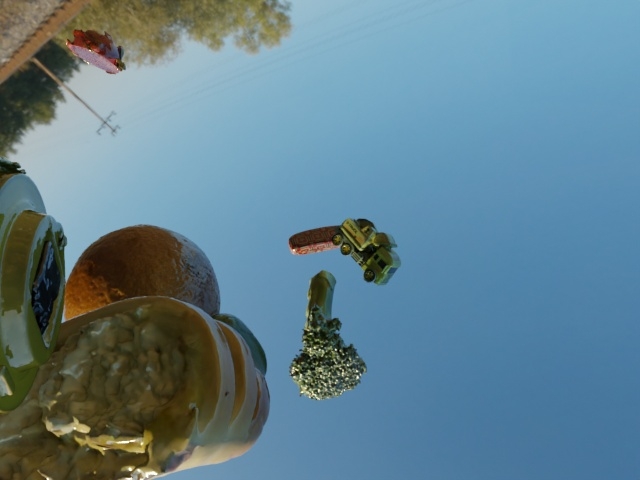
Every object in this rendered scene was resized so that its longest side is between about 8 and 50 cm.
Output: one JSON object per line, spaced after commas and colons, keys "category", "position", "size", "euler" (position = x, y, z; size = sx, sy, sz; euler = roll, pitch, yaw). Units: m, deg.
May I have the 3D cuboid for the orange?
{"category": "orange", "position": [-0.387, 0.142, 0.953], "size": [0.322, 0.322, 0.357], "euler": [-31, -120, 10]}

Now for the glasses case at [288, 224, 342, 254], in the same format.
{"category": "glasses case", "position": [0.000, 0.000, 1.274], "size": [0.194, 0.049, 0.073], "euler": [-11, -137, -10]}

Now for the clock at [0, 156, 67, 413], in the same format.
{"category": "clock", "position": [-0.263, 0.043, 0.375], "size": [0.056, 0.237, 0.237], "euler": [2, -149, -20]}

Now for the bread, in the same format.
{"category": "bread", "position": [-0.226, 0.193, 0.569], "size": [0.315, 0.270, 0.212], "euler": [-11, -111, 16]}

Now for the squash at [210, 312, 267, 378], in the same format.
{"category": "squash", "position": [-0.167, 0.249, 0.928], "size": [0.087, 0.332, 0.087], "euler": [-5, -129, 6]}

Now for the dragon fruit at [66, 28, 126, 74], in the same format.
{"category": "dragon fruit", "position": [-0.494, -0.429, 0.956], "size": [0.126, 0.112, 0.068], "euler": [15, -99, 38]}

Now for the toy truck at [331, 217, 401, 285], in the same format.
{"category": "toy truck", "position": [0.124, 0.014, 1.090], "size": [0.116, 0.085, 0.191], "euler": [-49, -116, 18]}

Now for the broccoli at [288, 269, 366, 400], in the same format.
{"category": "broccoli", "position": [0.008, 0.322, 1.382], "size": [0.397, 0.274, 0.353], "euler": [-116, -137, -65]}
